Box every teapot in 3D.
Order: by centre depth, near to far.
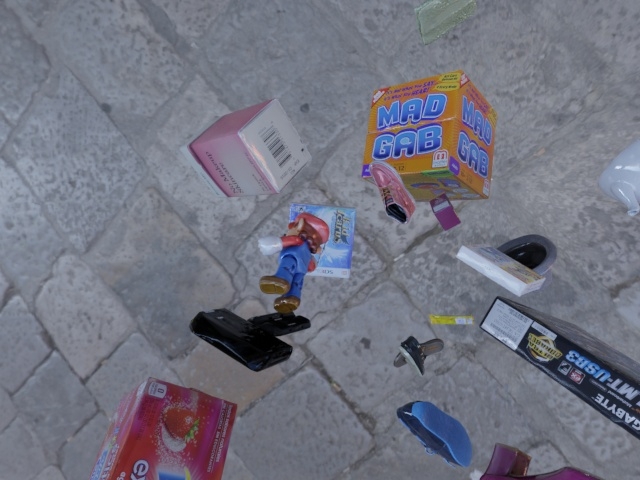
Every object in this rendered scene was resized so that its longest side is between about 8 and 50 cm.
[{"bbox_3d":[1.048,-0.207,1.369,0.256,0.253,0.187,-53,57,26],"label":"teapot"}]

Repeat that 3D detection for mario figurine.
[{"bbox_3d":[-0.088,0.048,1.221,0.170,0.320,0.198,20,136,2],"label":"mario figurine"}]

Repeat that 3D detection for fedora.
[{"bbox_3d":[0.768,0.105,1.607,0.244,0.275,0.124,-28,107,19],"label":"fedora"}]

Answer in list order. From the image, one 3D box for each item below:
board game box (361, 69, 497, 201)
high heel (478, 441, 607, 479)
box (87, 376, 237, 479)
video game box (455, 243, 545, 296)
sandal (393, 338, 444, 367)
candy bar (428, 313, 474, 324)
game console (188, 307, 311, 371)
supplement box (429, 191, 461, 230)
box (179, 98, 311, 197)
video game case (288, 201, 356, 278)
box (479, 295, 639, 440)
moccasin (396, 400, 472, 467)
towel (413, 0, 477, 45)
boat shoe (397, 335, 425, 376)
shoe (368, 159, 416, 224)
[{"bbox_3d":[0.422,-0.366,1.649,0.357,0.356,0.356,2,79,41],"label":"board game box"},{"bbox_3d":[0.477,0.548,0.866,0.127,0.377,0.181,32,69,-11],"label":"high heel"},{"bbox_3d":[-0.200,0.305,0.485,0.123,0.256,0.128,29,137,-24],"label":"box"},{"bbox_3d":[0.523,0.078,1.249,0.205,0.187,0.048,37,117,34],"label":"video game box"},{"bbox_3d":[0.392,0.451,1.692,0.220,0.060,0.089,-14,126,-9],"label":"sandal"},{"bbox_3d":[0.469,0.284,1.544,0.162,0.018,0.040,-6,104,33],"label":"candy bar"},{"bbox_3d":[-0.131,0.223,1.065,0.213,0.361,0.043,23,99,26],"label":"game console"},{"bbox_3d":[0.286,-0.068,0.993,0.043,0.083,0.055,-29,111,19],"label":"supplement box"},{"bbox_3d":[-0.162,-0.186,0.915,0.232,0.126,0.148,2,135,46],"label":"box"},{"bbox_3d":[0.000,0.000,1.617,0.245,0.061,0.269,4,100,-4],"label":"video game case"},{"bbox_3d":[0.457,0.213,0.689,0.073,0.296,0.293,-63,34,11],"label":"box"},{"bbox_3d":[0.378,0.622,1.417,0.117,0.137,0.342,-21,118,42],"label":"moccasin"},{"bbox_3d":[0.289,-0.527,0.988,0.148,0.110,0.027,-33,55,9],"label":"towel"},{"bbox_3d":[0.199,0.244,0.894,0.042,0.133,0.049,-41,44,-10],"label":"boat shoe"},{"bbox_3d":[0.183,-0.125,1.121,0.064,0.081,0.178,-29,108,37],"label":"shoe"}]
